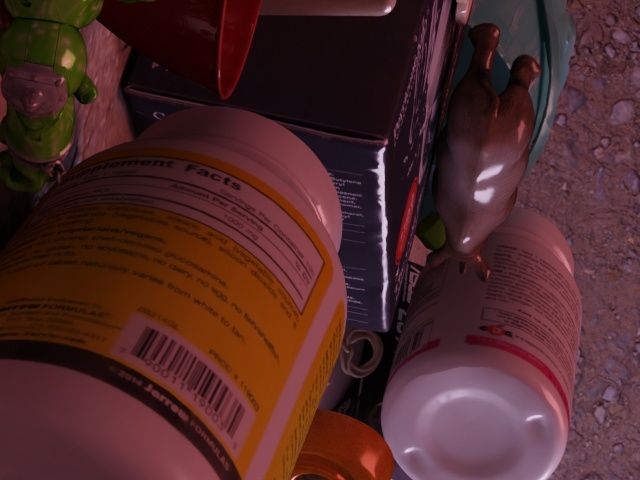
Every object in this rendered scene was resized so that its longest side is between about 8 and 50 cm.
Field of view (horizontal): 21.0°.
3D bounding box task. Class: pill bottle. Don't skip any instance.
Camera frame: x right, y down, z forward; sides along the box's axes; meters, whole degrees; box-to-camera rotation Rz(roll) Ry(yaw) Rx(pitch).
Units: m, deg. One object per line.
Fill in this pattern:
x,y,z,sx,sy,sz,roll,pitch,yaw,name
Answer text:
-0.092,0.064,0.897,0.334,0.188,0.188,-65,164,-57,pill bottle
0.154,0.092,1.565,0.283,0.160,0.160,-69,168,-57,pill bottle

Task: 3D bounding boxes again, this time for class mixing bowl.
-0.079,-0.173,0.928,0.181,0.098,0.181,11,90,-87,mixing bowl

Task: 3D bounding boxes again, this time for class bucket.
0.100,-0.161,1.650,0.183,0.281,0.281,-61,161,-52,bucket

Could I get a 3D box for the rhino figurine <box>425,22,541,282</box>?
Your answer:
0.125,-0.050,1.382,0.243,0.073,0.106,96,5,-50,rhino figurine

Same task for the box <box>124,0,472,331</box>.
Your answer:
0.005,-0.156,1.276,0.312,0.179,0.343,82,21,-65,box

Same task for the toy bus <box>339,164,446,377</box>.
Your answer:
0.003,-0.013,1.535,0.202,0.191,0.104,-58,-158,-4,toy bus

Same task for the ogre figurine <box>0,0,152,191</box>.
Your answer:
-0.122,-0.123,0.790,0.197,0.097,0.118,-63,-171,-2,ogre figurine

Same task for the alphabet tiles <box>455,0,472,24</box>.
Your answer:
0.137,-0.300,1.215,0.284,0.021,0.278,57,47,-82,alphabet tiles

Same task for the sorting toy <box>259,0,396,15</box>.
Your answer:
-0.017,-0.241,1.049,0.038,0.193,0.208,19,80,-52,sorting toy

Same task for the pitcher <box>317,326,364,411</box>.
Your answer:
-0.047,0.139,1.613,0.207,0.125,0.178,-64,-173,-25,pitcher

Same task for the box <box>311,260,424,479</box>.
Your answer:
0.011,0.252,1.751,0.318,0.097,0.395,-75,-171,-58,box

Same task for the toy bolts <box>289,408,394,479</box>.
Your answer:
-0.064,0.117,1.208,0.228,0.218,0.158,119,-13,-45,toy bolts
